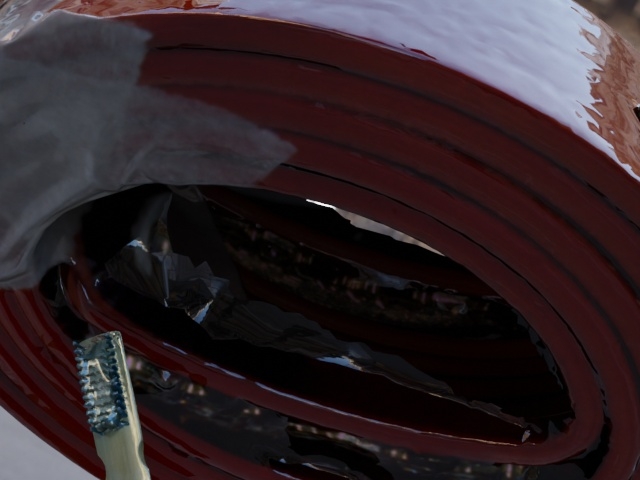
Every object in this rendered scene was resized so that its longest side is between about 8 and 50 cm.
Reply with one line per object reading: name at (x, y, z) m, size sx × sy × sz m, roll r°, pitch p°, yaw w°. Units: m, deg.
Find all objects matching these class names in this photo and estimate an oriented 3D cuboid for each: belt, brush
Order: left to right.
brush at (-0.063, 0.066, 0.392) m, size 0.013 × 0.016 × 0.084 m, roll 54°, pitch 16°, yaw -63°
belt at (0.000, 0.000, 0.459) m, size 0.324 × 0.227 × 0.115 m, roll 23°, pitch 34°, yaw -4°
